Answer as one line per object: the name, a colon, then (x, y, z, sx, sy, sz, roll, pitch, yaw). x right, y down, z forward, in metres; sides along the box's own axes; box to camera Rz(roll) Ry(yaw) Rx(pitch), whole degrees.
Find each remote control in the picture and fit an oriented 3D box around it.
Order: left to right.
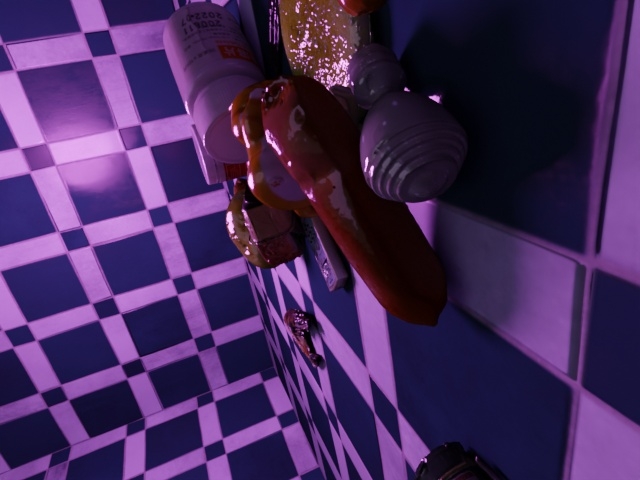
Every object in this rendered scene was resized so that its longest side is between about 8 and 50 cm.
remote control: (0.000, 0.000, 0.934, 0.098, 0.038, 0.233, 111, 138, -66)

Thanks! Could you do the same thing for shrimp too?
shrimp: (-0.051, 0.340, 1.430, 0.233, 0.071, 0.365, 61, 162, 6)

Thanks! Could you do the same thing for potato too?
potato: (-0.180, -0.037, 1.230, 0.149, 0.187, 0.253, -6, -101, -62)

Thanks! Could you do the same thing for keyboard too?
keyboard: (-0.092, -0.427, 0.830, 0.204, 0.013, 0.061, 102, 146, -59)

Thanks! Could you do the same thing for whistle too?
whistle: (0.028, -0.123, 0.595, 0.105, 0.085, 0.227, 20, 152, 12)

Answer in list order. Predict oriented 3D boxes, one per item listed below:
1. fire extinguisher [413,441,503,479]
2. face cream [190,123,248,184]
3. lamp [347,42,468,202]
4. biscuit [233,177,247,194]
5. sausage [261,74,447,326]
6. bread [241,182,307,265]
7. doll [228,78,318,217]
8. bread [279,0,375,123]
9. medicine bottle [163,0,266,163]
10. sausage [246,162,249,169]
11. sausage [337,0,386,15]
fire extinguisher: (0.228, 0.377, 0.479, 0.093, 0.118, 0.294, 41, 180, -29)
face cream: (-0.306, -0.301, 1.354, 0.201, 0.187, 0.200, 162, 90, -74)
lamp: (0.082, -0.124, 0.435, 0.106, 0.106, 0.192, 98, 161, -57)
biscuit: (-0.223, -0.112, 1.403, 0.225, 0.042, 0.225, 60, -167, -23)
sausage: (0.047, -0.045, 0.505, 0.097, 0.094, 0.348, -23, 103, 53)
bread: (-0.119, -0.046, 1.035, 0.224, 0.143, 0.211, -95, -14, -55)
doll: (-0.074, -0.183, 0.767, 0.162, 0.167, 0.269, 120, 133, -70)
bread: (0.000, -0.296, 0.610, 0.301, 0.045, 0.301, 160, 90, -75)
medicine bottle: (-0.244, -0.391, 1.020, 0.211, 0.211, 0.371, 103, 145, -61)
sausage: (-0.187, -0.199, 1.280, 0.071, 0.071, 0.234, -130, 27, -53)
sausage: (0.053, -0.306, 0.341, 0.238, 0.098, 0.098, 106, 143, -60)
